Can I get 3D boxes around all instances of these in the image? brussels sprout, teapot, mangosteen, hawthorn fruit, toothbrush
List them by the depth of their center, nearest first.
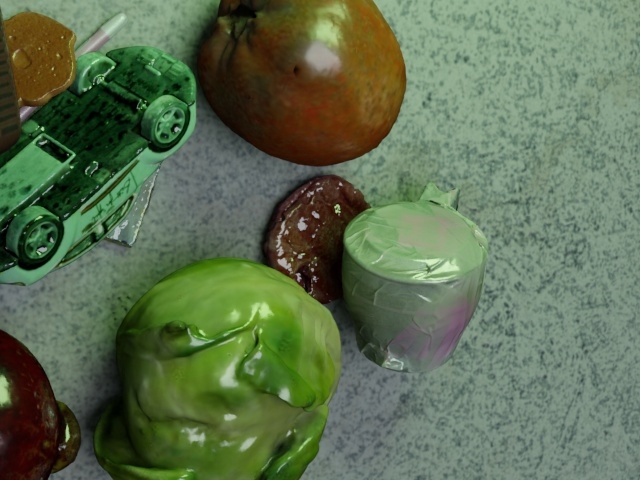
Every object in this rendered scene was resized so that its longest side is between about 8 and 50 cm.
[{"bbox_3d":[-0.339,0.196,1.314,0.215,0.215,0.257,-62,148,-8],"label":"mangosteen"},{"bbox_3d":[-0.301,-0.137,1.378,0.286,0.020,0.025,-48,112,-16],"label":"toothbrush"},{"bbox_3d":[-0.104,0.154,1.431,0.294,0.227,0.259,-21,123,-35],"label":"brussels sprout"},{"bbox_3d":[0.001,-0.180,1.457,0.262,0.210,0.210,27,83,-43],"label":"hawthorn fruit"},{"bbox_3d":[0.098,0.046,1.564,0.163,0.221,0.178,-1,123,-9],"label":"teapot"}]

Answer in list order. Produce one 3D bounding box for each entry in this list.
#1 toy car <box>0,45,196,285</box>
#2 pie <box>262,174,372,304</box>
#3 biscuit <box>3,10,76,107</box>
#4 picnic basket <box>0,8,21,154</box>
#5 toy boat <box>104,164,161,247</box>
[{"bbox_3d":[-0.247,-0.067,1.357,0.306,0.136,0.125,-44,146,-23],"label":"toy car"},{"bbox_3d":[0.000,0.000,1.575,0.154,0.038,0.153,-5,99,-33],"label":"pie"},{"bbox_3d":[-0.302,-0.173,1.342,0.130,0.019,0.102,-42,78,-14],"label":"biscuit"},{"bbox_3d":[-0.385,-0.180,1.230,0.129,0.223,0.296,-26,112,-50],"label":"picnic basket"},{"bbox_3d":[-0.212,-0.054,1.448,0.063,0.016,0.115,21,86,-32],"label":"toy boat"}]
